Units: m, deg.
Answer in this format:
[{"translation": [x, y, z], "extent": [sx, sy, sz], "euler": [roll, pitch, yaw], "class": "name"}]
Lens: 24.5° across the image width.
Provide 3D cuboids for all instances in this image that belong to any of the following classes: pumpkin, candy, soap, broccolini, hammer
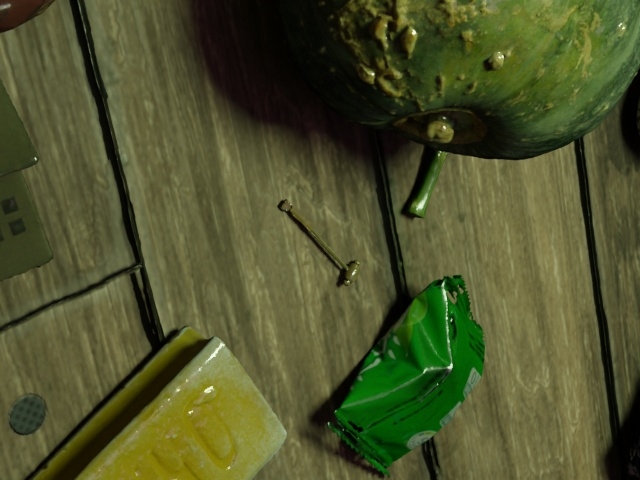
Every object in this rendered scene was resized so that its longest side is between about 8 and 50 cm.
[{"translation": [0.124, -0.216, 1.290], "extent": [0.327, 0.291, 0.258], "euler": [23, 70, -50], "class": "pumpkin"}, {"translation": [0.100, 0.139, 1.496], "extent": [0.203, 0.078, 0.141], "euler": [-53, 128, -11], "class": "candy"}, {"translation": [-0.150, 0.204, 1.302], "extent": [0.232, 0.073, 0.140], "euler": [-45, 121, -22], "class": "soap"}, {"translation": [0.130, -0.138, 1.481], "extent": [0.054, 0.051, 0.239], "euler": [13, 99, -47], "class": "broccolini"}, {"translation": [0.000, 0.000, 1.418], "extent": [0.123, 0.014, 0.029], "euler": [46, 62, -36], "class": "hammer"}]

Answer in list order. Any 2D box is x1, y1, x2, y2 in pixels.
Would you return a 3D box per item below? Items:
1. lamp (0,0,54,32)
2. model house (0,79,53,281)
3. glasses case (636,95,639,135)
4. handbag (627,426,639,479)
[{"translation": [-0.249, -0.229, 1.061], "extent": [0.156, 0.135, 0.157], "euler": [45, 54, -14], "class": "lamp"}, {"translation": [-0.310, -0.063, 1.002], "extent": [0.211, 0.204, 0.243], "euler": [-26, 121, -20], "class": "model house"}, {"translation": [0.493, -0.113, 1.756], "extent": [0.354, 0.085, 0.137], "euler": [30, 82, -41], "class": "glasses case"}, {"translation": [0.467, 0.241, 1.793], "extent": [0.228, 0.126, 0.208], "euler": [39, 82, -39], "class": "handbag"}]
